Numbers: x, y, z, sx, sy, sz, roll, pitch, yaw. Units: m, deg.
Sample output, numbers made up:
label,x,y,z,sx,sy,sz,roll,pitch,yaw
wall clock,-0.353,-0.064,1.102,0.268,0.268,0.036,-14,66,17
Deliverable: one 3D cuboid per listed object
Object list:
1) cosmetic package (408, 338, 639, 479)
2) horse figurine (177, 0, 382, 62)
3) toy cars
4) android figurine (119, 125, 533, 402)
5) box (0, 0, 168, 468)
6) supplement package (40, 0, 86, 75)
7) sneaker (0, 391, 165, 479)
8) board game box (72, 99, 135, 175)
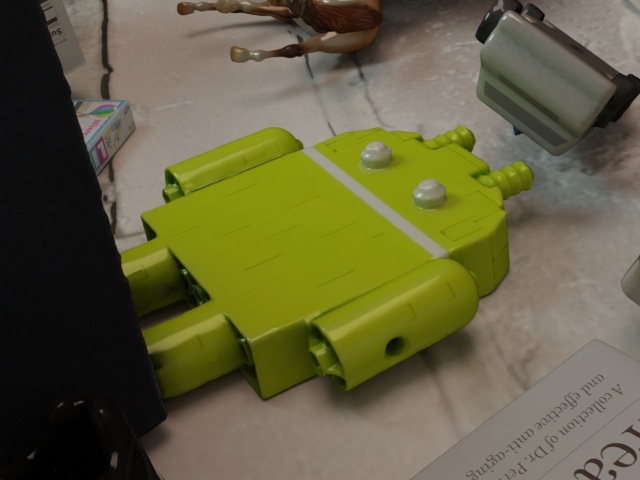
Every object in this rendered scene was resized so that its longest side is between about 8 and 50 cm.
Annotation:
label,x,y,z,sx,sy,sz,roll,pitch,yaw
cosmetic package,0.072,0.208,0.324,0.377,0.097,0.284,-31,42,-29
horse figurine,-0.017,-0.205,0.978,0.174,0.066,0.263,-10,24,-18
toy cars,0.175,-0.043,0.662,0.176,0.087,0.394,25,20,-29
android figurine,0.000,0.000,0.690,0.273,0.056,0.248,-24,36,-17
box,-0.422,0.034,0.529,0.480,0.297,0.472,20,46,38
supplement package,-0.361,-0.223,0.904,0.199,0.263,0.198,9,37,42
sneaker,-0.137,0.149,0.454,0.078,0.106,0.234,6,37,24
board game box,-0.219,-0.060,0.860,0.103,0.026,0.154,2,35,18
